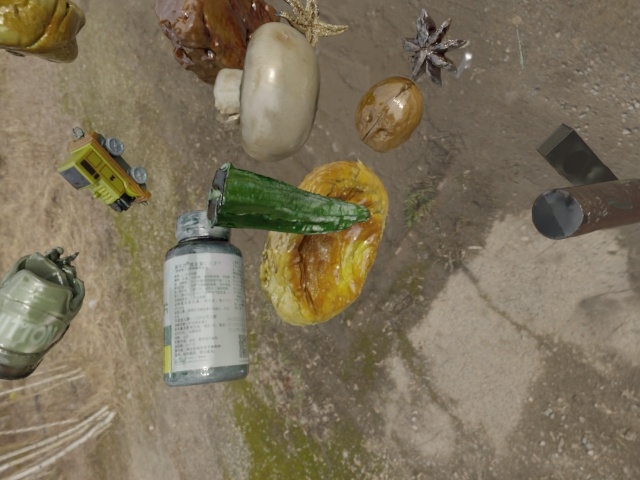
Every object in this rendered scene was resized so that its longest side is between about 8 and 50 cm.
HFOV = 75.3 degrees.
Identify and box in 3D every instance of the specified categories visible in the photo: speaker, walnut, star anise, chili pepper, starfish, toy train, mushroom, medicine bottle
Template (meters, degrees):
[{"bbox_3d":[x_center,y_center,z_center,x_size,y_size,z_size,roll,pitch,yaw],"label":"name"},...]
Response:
[{"bbox_3d":[0.609,-0.178,0.979,0.082,0.218,0.044,-47,29,22],"label":"speaker"},{"bbox_3d":[0.177,-0.327,1.089,0.207,0.167,0.168,-49,61,51],"label":"walnut"},{"bbox_3d":[0.311,-0.543,1.223,0.209,0.089,0.232,34,128,29],"label":"star anise"},{"bbox_3d":[-0.026,-0.044,0.529,0.088,0.226,0.059,-50,45,46],"label":"chili pepper"},{"bbox_3d":[-0.025,-0.588,1.129,0.056,0.237,0.214,-9,79,56],"label":"starfish"},{"bbox_3d":[-0.466,-0.140,0.902,0.089,0.127,0.219,-11,131,27],"label":"toy train"},{"bbox_3d":[-0.088,-0.251,0.708,0.177,0.226,0.227,16,111,0],"label":"mushroom"},{"bbox_3d":[-0.203,0.098,0.732,0.141,0.141,0.294,-22,67,44],"label":"medicine bottle"}]

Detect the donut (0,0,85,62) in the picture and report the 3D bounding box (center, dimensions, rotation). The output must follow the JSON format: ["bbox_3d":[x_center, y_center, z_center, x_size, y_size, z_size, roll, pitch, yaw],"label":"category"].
[{"bbox_3d":[-0.719,-0.513,0.929,0.360,0.360,0.170,26,109,40],"label":"donut"}]

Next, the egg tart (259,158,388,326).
[{"bbox_3d":[0.000,0.000,0.845,0.149,0.351,0.353,26,112,38],"label":"egg tart"}]

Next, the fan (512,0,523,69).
[{"bbox_3d":[0.277,-0.408,0.606,0.182,0.010,0.311,-118,16,-80],"label":"fan"}]

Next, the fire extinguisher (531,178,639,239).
[{"bbox_3d":[0.438,-0.058,0.616,0.072,0.267,0.089,67,150,26],"label":"fire extinguisher"}]

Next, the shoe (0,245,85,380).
[{"bbox_3d":[-0.390,0.072,0.596,0.149,0.109,0.293,-56,26,-4],"label":"shoe"}]

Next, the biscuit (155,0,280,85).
[{"bbox_3d":[-0.268,-0.597,1.176,0.166,0.395,0.344,-6,75,28],"label":"biscuit"}]
